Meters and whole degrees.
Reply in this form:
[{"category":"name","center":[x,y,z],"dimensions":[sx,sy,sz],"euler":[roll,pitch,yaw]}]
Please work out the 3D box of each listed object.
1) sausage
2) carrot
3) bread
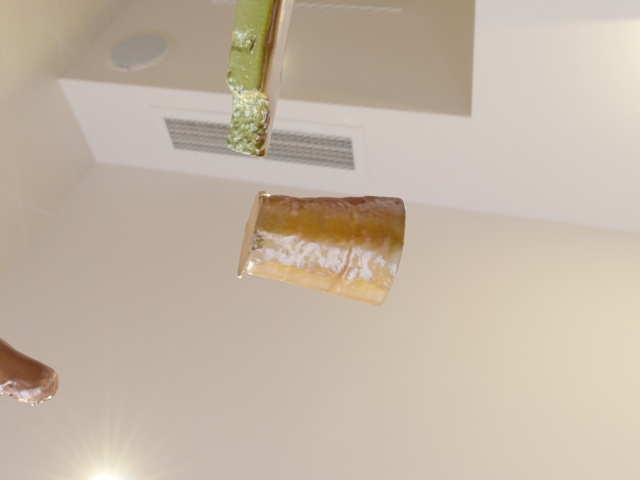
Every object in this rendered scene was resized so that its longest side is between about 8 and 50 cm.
[{"category":"sausage","center":[-0.546,0.166,1.139],"dimensions":[0.327,0.079,0.087],"euler":[28,-150,24]},{"category":"carrot","center":[0.000,0.000,1.203],"dimensions":[0.255,0.196,0.195],"euler":[10,-134,-10]},{"category":"bread","center":[-0.062,-0.197,0.724],"dimensions":[0.049,0.226,0.088],"euler":[11,-168,5]}]
